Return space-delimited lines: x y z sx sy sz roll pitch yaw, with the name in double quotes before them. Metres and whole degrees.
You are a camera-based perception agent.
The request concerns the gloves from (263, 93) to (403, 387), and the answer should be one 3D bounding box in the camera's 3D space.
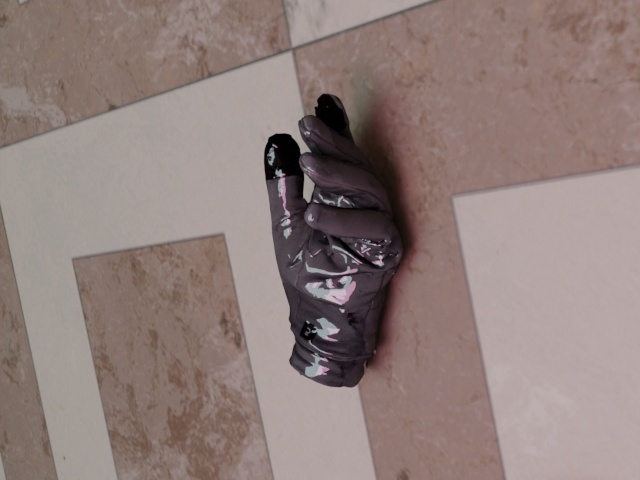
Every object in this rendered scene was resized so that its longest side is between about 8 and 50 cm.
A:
"gloves" 0.006 0.001 1.060 0.142 0.119 0.285 21 129 31
